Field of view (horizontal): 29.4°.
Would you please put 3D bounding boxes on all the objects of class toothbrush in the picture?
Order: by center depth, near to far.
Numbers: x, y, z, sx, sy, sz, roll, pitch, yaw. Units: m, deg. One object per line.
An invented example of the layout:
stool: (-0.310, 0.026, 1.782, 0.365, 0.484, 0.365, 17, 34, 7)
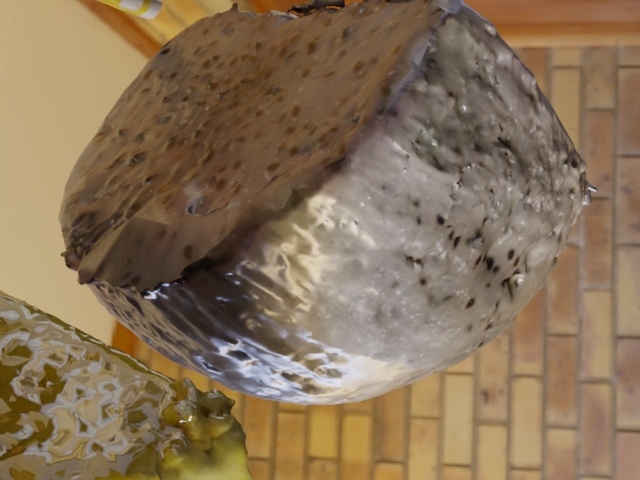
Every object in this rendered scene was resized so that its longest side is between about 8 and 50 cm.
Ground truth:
toothbrush: (-0.154, -0.167, 0.769, 0.021, 0.024, 0.288, -54, -10, 9)

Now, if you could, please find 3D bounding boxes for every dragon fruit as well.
dragon fruit: (0.000, 0.000, 0.688, 0.221, 0.283, 0.204, 41, -107, -34)

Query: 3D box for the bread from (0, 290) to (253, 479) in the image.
bread: (-0.210, 0.064, 0.566, 0.361, 0.245, 0.233, 54, 158, 37)
